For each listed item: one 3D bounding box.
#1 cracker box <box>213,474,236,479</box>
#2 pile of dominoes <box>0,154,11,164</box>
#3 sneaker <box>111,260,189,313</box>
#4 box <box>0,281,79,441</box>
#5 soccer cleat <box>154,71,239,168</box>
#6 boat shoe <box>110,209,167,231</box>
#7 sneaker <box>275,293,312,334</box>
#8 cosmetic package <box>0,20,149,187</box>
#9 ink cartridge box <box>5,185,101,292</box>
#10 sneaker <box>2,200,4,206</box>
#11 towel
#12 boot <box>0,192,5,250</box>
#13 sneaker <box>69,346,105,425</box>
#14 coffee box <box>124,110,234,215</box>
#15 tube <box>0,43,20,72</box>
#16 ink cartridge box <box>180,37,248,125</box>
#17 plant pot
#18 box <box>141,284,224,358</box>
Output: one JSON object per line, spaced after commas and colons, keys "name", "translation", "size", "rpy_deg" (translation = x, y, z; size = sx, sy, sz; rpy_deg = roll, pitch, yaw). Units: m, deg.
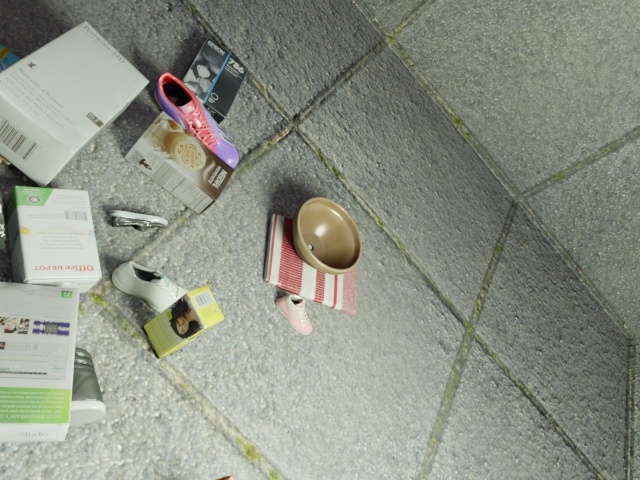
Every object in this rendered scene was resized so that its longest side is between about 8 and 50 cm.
{"name": "cracker box", "translation": [-0.173, 0.601, 1.199], "size": [0.232, 0.155, 0.067], "rpy_deg": [54, 41, -2]}
{"name": "pile of dominoes", "translation": [-0.796, -0.224, 1.240], "size": [0.251, 0.040, 0.196], "rpy_deg": [-17, 78, -40]}
{"name": "sneaker", "translation": [-0.371, 0.110, 1.372], "size": [0.212, 0.094, 0.080], "rpy_deg": [28, 47, -29]}
{"name": "box", "translation": [-0.561, 0.203, 1.044], "size": [0.232, 0.058, 0.322], "rpy_deg": [9, 36, -24]}
{"name": "soccer cleat", "translation": [-0.345, -0.327, 1.638], "size": [0.108, 0.116, 0.318], "rpy_deg": [-40, 93, -13]}
{"name": "boat shoe", "translation": [-0.444, -0.043, 1.442], "size": [0.142, 0.049, 0.040], "rpy_deg": [10, 77, -38]}
{"name": "sneaker", "translation": [-0.058, 0.203, 1.632], "size": [0.134, 0.070, 0.051], "rpy_deg": [48, 40, -11]}
{"name": "cosmetic package", "translation": [-0.589, -0.324, 1.358], "size": [0.217, 0.156, 0.385], "rpy_deg": [42, 36, -21]}
{"name": "ink cartridge box", "translation": [-0.569, 0.002, 1.253], "size": [0.154, 0.093, 0.213], "rpy_deg": [1, 63, -43]}
{"name": "sneaker", "translation": [-0.730, -0.103, 1.191], "size": [0.170, 0.063, 0.075], "rpy_deg": [43, 69, -38]}
{"name": "towel", "translation": [-0.022, 0.075, 1.778], "size": [0.329, 0.037, 0.237], "rpy_deg": [24, 52, -30]}
{"name": "boot", "translation": [-0.731, -0.118, 1.058], "size": [0.260, 0.131, 0.348], "rpy_deg": [-10, 97, -41]}
{"name": "sneaker", "translation": [-0.558, 0.267, 1.099], "size": [0.295, 0.104, 0.147], "rpy_deg": [8, 46, -34]}
{"name": "coffee box", "translation": [-0.370, -0.204, 1.571], "size": [0.246, 0.098, 0.141], "rpy_deg": [39, 44, -19]}
{"name": "tube", "translation": [-0.792, -0.458, 1.374], "size": [0.207, 0.052, 0.080], "rpy_deg": [41, 52, -26]}
{"name": "ink cartridge box", "translation": [-0.329, -0.514, 1.840], "size": [0.165, 0.065, 0.333], "rpy_deg": [33, 45, -23]}
{"name": "plant pot", "translation": [0.000, 0.000, 1.735], "size": [0.237, 0.109, 0.237], "rpy_deg": [20, 56, -33]}
{"name": "box", "translation": [-0.304, 0.181, 1.284], "size": [0.058, 0.232, 0.087], "rpy_deg": [-22, 80, -46]}
